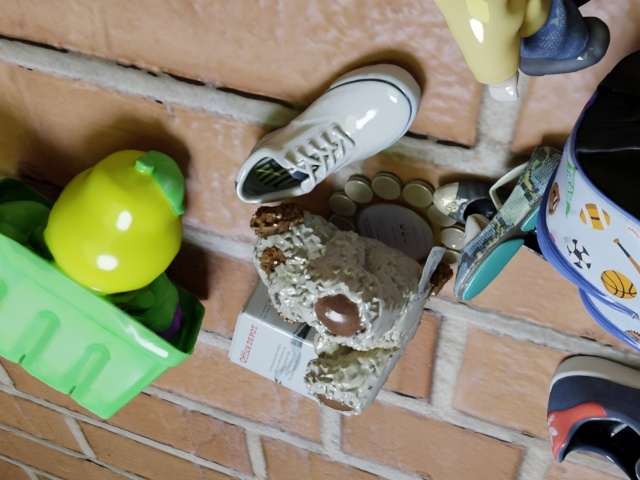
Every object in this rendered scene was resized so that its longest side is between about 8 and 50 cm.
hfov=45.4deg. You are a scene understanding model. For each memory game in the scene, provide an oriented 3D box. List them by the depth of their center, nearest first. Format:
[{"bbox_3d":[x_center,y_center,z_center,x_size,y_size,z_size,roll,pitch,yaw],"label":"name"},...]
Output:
[{"bbox_3d":[0.094,-0.012,0.942,0.186,0.012,0.186,16,141,14],"label":"memory game"}]

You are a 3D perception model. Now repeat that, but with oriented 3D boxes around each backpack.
[{"bbox_3d":[0.319,-0.023,0.624,0.263,0.276,0.213,34,142,13],"label":"backpack"}]

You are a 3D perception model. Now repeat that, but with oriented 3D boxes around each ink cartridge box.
[{"bbox_3d":[-0.020,0.155,1.134,0.208,0.087,0.153,25,142,2],"label":"ink cartridge box"}]

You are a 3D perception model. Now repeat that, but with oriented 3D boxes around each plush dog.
[{"bbox_3d":[0.014,0.044,0.922,0.225,0.210,0.262,32,149,24],"label":"plush dog"}]

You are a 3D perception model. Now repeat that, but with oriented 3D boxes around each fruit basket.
[{"bbox_3d":[-0.310,0.015,1.073,0.392,0.283,0.392,-1,102,-3],"label":"fruit basket"}]

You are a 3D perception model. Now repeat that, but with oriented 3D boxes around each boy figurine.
[{"bbox_3d":[0.112,-0.185,0.528,0.092,0.177,0.285,-7,174,41],"label":"boy figurine"}]

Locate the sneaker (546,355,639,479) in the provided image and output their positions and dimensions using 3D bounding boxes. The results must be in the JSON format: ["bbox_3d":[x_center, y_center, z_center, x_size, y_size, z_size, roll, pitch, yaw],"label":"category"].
[{"bbox_3d":[0.449,0.255,0.926,0.350,0.148,0.131,7,137,23],"label":"sneaker"}]

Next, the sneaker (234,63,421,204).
[{"bbox_3d":[0.003,-0.099,0.832,0.094,0.091,0.258,43,139,-18],"label":"sneaker"}]

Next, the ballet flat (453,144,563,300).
[{"bbox_3d":[0.191,-0.021,0.799,0.070,0.070,0.188,34,113,-9],"label":"ballet flat"}]

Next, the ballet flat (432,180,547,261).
[{"bbox_3d":[0.205,-0.021,0.837,0.173,0.049,0.057,20,140,9],"label":"ballet flat"}]
